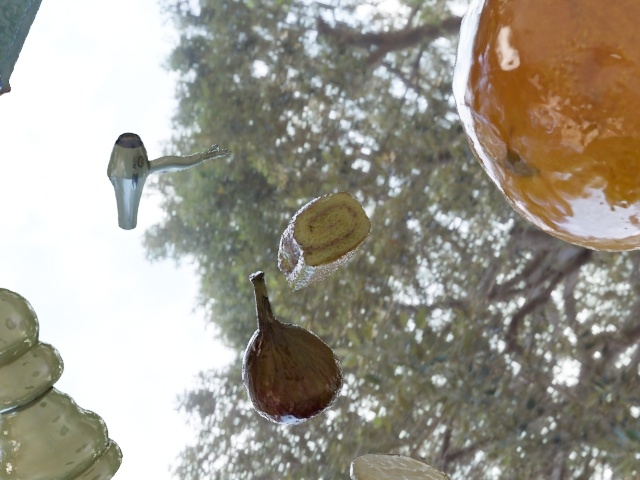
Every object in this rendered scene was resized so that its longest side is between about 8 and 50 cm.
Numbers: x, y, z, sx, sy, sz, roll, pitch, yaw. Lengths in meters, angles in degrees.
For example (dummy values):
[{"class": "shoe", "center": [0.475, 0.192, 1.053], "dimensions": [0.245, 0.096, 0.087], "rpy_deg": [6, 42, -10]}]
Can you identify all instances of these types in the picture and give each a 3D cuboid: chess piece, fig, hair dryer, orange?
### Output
[{"class": "chess piece", "center": [-0.335, 0.170, 1.069], "dimensions": [0.144, 0.251, 0.144], "rpy_deg": [-18, -162, 6]}, {"class": "fig", "center": [-0.079, 0.201, 1.776], "dimensions": [0.190, 0.190, 0.290], "rpy_deg": [-28, -90, -38]}, {"class": "hair dryer", "center": [-0.256, -0.091, 1.540], "dimensions": [0.199, 0.167, 0.067], "rpy_deg": [2, -146, -35]}, {"class": "orange", "center": [0.264, -0.143, 0.804], "dimensions": [0.312, 0.312, 0.312], "rpy_deg": [9, -137, -9]}]

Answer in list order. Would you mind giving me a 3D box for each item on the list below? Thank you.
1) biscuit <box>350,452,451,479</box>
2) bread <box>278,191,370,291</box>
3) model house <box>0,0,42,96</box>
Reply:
[{"class": "biscuit", "center": [0.112, 0.329, 1.318], "dimensions": [0.152, 0.020, 0.152], "rpy_deg": [9, -170, -2]}, {"class": "bread", "center": [0.000, 0.000, 1.446], "dimensions": [0.132, 0.172, 0.103], "rpy_deg": [-33, -97, -15]}, {"class": "model house", "center": [-0.620, -0.298, 1.524], "dimensions": [0.252, 0.329, 0.295], "rpy_deg": [12, -175, -38]}]
